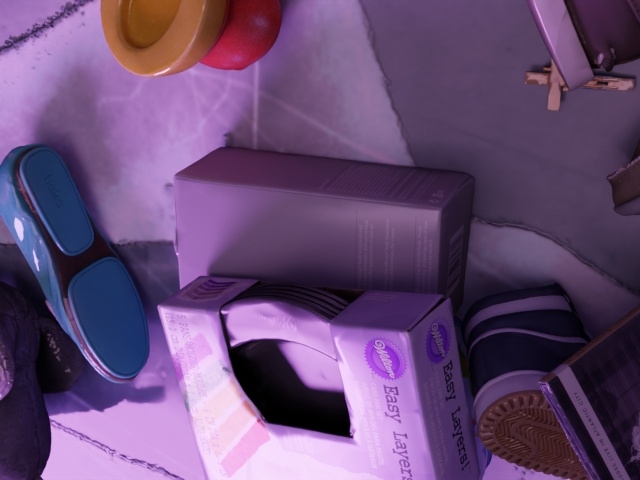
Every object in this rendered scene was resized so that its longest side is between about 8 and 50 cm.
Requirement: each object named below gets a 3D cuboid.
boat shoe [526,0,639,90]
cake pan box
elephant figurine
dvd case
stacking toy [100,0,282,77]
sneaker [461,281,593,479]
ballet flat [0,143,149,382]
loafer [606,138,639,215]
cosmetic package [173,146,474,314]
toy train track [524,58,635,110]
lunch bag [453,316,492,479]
[{"bbox_3d":[0.158,-0.254,0.731,0.096,0.117,0.324,-22,122,12],"label":"boat shoe"},{"bbox_3d":[0.004,0.154,0.879,0.245,0.070,0.267,4,115,33],"label":"cake pan box"},{"bbox_3d":[-0.327,0.120,1.088,0.186,0.169,0.239,17,101,-17],"label":"elephant figurine"},{"bbox_3d":[0.283,0.116,0.824,0.165,0.221,0.018,61,159,-8],"label":"dvd case"},{"bbox_3d":[-0.086,-0.308,0.872,0.279,0.130,0.309,50,119,27],"label":"stacking toy"},{"bbox_3d":[0.234,0.135,0.906,0.282,0.153,0.099,27,119,-25],"label":"sneaker"},{"bbox_3d":[-0.243,0.024,1.060,0.087,0.083,0.247,-10,108,50],"label":"ballet flat"},{"bbox_3d":[0.290,-0.122,0.785,0.087,0.094,0.251,45,113,11],"label":"loafer"},{"bbox_3d":[0.000,0.000,0.933,0.238,0.107,0.127,11,114,20],"label":"cosmetic package"},{"bbox_3d":[0.202,-0.125,0.854,0.083,0.014,0.048,6,105,13],"label":"toy train track"},{"bbox_3d":[0.039,0.160,0.984,0.219,0.090,0.176,-9,105,24],"label":"lunch bag"}]
